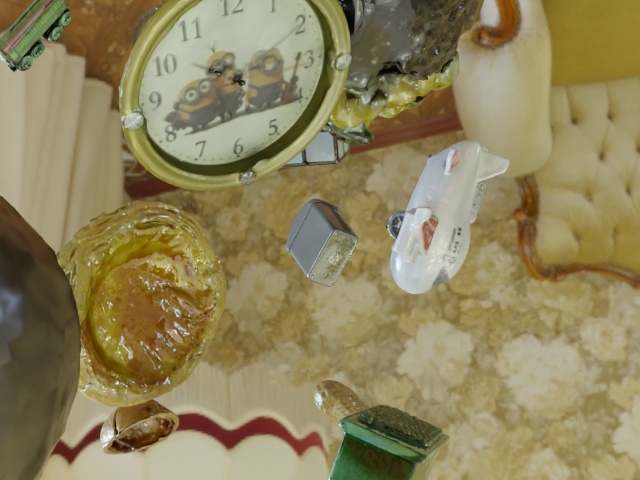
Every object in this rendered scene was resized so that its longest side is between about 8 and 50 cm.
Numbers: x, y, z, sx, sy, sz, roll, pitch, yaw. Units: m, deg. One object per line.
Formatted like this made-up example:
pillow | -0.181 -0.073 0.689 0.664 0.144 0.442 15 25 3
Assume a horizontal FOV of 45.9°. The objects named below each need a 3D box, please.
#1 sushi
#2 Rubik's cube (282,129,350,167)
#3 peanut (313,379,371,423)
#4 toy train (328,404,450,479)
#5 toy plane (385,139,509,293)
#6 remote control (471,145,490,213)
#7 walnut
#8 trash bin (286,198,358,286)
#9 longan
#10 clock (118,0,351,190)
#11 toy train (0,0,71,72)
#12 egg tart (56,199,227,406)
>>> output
sushi | 0.012 -0.265 0.948 0.328 0.328 0.285 21 121 9
Rubik's cube | -0.026 -0.286 1.912 0.167 0.180 0.183 -3 -167 12
peanut | 0.080 0.458 2.044 0.226 0.108 0.095 38 110 -3
toy train | 0.089 0.367 1.147 0.145 0.201 0.266 21 180 19
toy plane | 0.184 -0.034 1.145 0.118 0.252 0.252 27 161 23
remote control | 0.363 -0.136 1.779 0.029 0.166 0.065 8 164 47
walnut | -0.417 0.409 1.705 0.167 0.087 0.211 -35 156 0
trash bin | 0.000 0.000 2.002 0.101 0.236 0.176 23 105 -26
longan | -0.421 0.125 0.727 0.392 0.390 0.391 -6 151 -4
clock | -0.081 -0.153 0.706 0.237 0.057 0.237 -22 140 -20
toy train | -0.464 -0.340 1.230 0.038 0.148 0.071 31 166 22
egg tart | -0.352 0.110 1.409 0.388 0.387 0.169 22 171 -43
